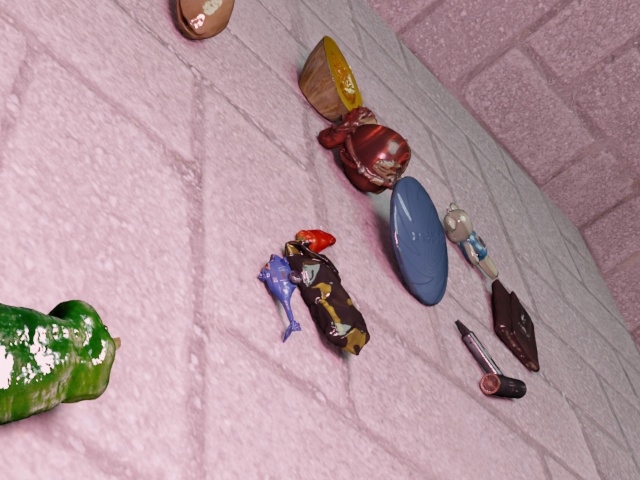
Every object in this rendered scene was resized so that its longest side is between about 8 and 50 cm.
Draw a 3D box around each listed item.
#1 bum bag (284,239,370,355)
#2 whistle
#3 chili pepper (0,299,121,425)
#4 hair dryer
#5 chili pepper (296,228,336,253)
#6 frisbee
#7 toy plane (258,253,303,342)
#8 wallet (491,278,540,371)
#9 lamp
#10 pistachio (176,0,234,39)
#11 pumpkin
[{"bbox_3d":[0.016,0.097,1.595,0.107,0.060,0.232,12,43,-48],"label":"bum bag"},{"bbox_3d":[0.394,0.008,2.524,0.235,0.077,0.114,53,29,-18],"label":"whistle"},{"bbox_3d":[-0.289,0.107,0.886,0.136,0.099,0.270,53,23,25],"label":"chili pepper"},{"bbox_3d":[0.366,0.260,2.107,0.173,0.050,0.194,25,31,-56],"label":"hair dryer"},{"bbox_3d":[0.000,0.000,1.763,0.045,0.027,0.178,58,19,14],"label":"chili pepper"},{"bbox_3d":[0.230,-0.003,2.079,0.289,0.049,0.289,36,48,-53],"label":"frisbee"},{"bbox_3d":[-0.060,0.083,1.486,0.062,0.054,0.167,7,43,-29],"label":"toy plane"},{"bbox_3d":[0.497,0.218,2.439,0.182,0.049,0.229,50,22,-16],"label":"wallet"},{"bbox_3d":[0.120,-0.206,2.153,0.223,0.151,0.215,59,30,-1],"label":"lamp"},{"bbox_3d":[-0.231,-0.463,1.896,0.126,0.108,0.185,44,35,-32],"label":"pistachio"},{"bbox_3d":[0.018,-0.373,2.305,0.217,0.110,0.217,58,15,-25],"label":"pumpkin"}]
